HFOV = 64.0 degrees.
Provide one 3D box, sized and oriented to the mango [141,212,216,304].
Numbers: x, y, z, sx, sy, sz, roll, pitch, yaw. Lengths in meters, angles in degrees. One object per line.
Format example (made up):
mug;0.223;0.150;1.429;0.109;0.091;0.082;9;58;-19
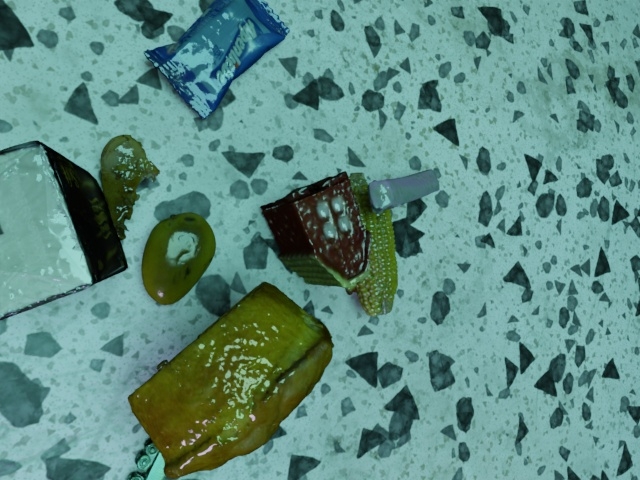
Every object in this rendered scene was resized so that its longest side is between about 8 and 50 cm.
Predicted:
mango;-0.287;0.037;1.036;0.137;0.098;0.195;18;82;-29

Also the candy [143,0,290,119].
candy;-0.217;-0.440;1.134;0.187;0.077;0.331;45;68;-24

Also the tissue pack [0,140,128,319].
tissue pack;-0.440;-0.007;0.791;0.198;0.370;0.210;-17;95;-13

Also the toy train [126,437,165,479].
toy train;-0.336;0.456;1.002;0.071;0.038;0.148;32;71;-24

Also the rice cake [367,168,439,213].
rice cake;0.211;-0.124;1.240;0.365;0.056;0.073;-19;92;-56

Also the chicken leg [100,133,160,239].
chicken leg;-0.383;-0.103;1.014;0.101;0.085;0.208;4;92;-41

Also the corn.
corn;0.118;0.006;1.231;0.130;0.130;0.347;-12;93;-28

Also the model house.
model house;0.000;0.000;1.134;0.160;0.196;0.254;-22;97;-27

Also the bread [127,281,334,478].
bread;-0.154;0.247;0.939;0.398;0.398;0.215;-40;91;-25
